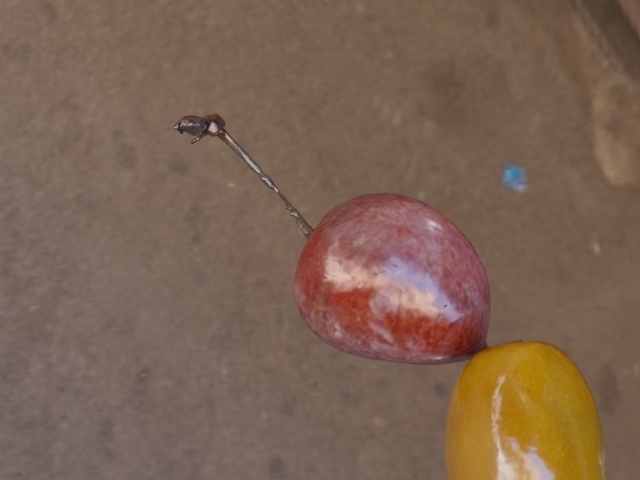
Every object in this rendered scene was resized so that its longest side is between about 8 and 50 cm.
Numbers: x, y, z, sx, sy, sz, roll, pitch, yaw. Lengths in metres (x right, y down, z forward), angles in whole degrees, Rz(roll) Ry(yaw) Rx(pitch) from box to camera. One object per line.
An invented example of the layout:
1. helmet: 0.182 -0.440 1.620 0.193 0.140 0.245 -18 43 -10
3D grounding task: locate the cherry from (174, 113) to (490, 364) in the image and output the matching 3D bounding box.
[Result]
1. cherry: 0.000 0.000 0.827 0.225 0.090 0.107 30 42 13

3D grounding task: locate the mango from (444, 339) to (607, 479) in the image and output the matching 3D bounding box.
1. mango: 0.110 0.140 0.757 0.102 0.085 0.184 66 20 -67
